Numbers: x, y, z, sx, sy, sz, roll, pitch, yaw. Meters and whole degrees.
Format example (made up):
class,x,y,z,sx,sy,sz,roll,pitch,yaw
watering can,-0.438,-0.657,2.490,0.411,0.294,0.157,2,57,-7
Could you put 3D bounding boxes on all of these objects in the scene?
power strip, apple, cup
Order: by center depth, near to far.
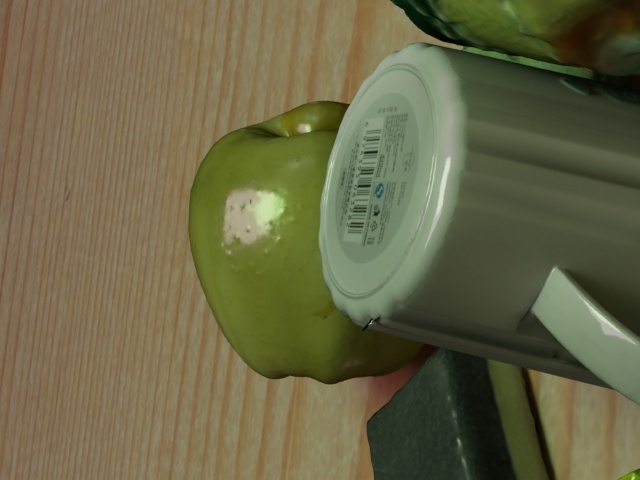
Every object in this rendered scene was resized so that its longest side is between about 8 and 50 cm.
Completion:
class,x,y,z,sx,sy,sz,roll,pitch,yaw
cup,0.127,-0.009,0.799,0.221,0.202,0.166,10,88,66
power strip,0.094,0.186,0.936,0.105,0.070,0.256,-49,40,41
apple,0.000,0.000,1.068,0.200,0.200,0.200,-35,49,54

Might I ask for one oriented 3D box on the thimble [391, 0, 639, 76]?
class,x,y,z,sx,sy,sz,roll,pitch,yaw
thimble,0.143,-0.216,0.775,0.167,0.288,0.254,17,120,45

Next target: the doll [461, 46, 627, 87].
class,x,y,z,sx,sy,sz,roll,pitch,yaw
doll,0.139,-0.110,0.967,0.115,0.077,0.150,59,163,-13

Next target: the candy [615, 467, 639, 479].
class,x,y,z,sx,sy,sz,roll,pitch,yaw
candy,0.220,0.093,0.743,0.262,0.077,0.073,-49,40,30
